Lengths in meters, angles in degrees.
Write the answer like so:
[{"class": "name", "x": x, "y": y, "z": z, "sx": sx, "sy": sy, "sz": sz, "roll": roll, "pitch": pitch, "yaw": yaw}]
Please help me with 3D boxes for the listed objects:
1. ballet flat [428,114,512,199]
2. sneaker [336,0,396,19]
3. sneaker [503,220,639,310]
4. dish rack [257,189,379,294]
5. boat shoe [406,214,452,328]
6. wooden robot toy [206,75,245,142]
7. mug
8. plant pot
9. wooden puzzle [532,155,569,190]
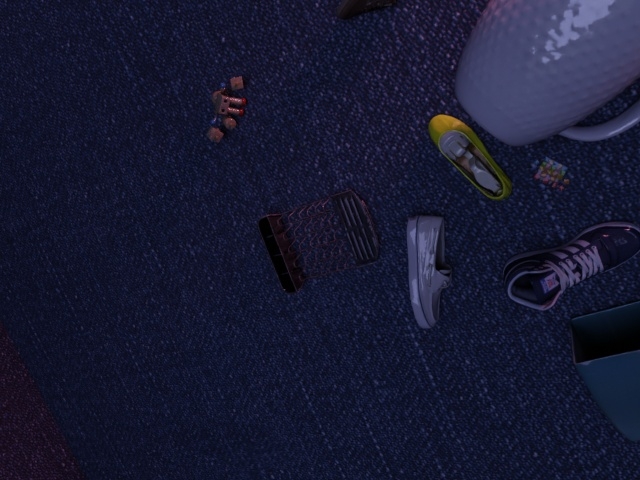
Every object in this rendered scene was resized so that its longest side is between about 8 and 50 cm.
[{"class": "ballet flat", "x": 0.311, "y": -0.172, "z": 1.184, "sx": 0.231, "sy": 0.077, "sz": 0.077, "roll": 48, "pitch": 119, "yaw": 3}, {"class": "sneaker", "x": 0.118, "y": -0.504, "z": 1.166, "sx": 0.188, "sy": 0.066, "sz": 0.071, "roll": -31, "pitch": 94, "yaw": 29}, {"class": "sneaker", "x": 0.501, "y": 0.055, "z": 1.132, "sx": 0.282, "sy": 0.153, "sz": 0.099, "roll": -22, "pitch": 98, "yaw": 28}, {"class": "dish rack", "x": 0.000, "y": 0.000, "z": 1.379, "sx": 0.271, "sy": 0.074, "sz": 0.208, "roll": -17, "pitch": 100, "yaw": 27}, {"class": "boat shoe", "x": 0.255, "y": 0.073, "z": 1.285, "sx": 0.088, "sy": 0.096, "sz": 0.268, "roll": -1, "pitch": 98, "yaw": 28}, {"class": "wooden robot toy", "x": -0.236, "y": -0.332, "z": 1.392, "sx": 0.079, "sy": 0.076, "sz": 0.173, "roll": 48, "pitch": 126, "yaw": 44}, {"class": "mug", "x": 0.443, "y": -0.315, "z": 0.997, "sx": 0.374, "sy": 0.276, "sz": 0.328, "roll": 27, "pitch": 126, "yaw": -21}, {"class": "plant pot", "x": 0.633, "y": 0.276, "z": 1.148, "sx": 0.165, "sy": 0.165, "sz": 0.234, "roll": -21, "pitch": 106, "yaw": 28}, {"class": "wooden puzzle", "x": 0.473, "y": -0.139, "z": 1.164, "sx": 0.083, "sy": 0.006, "sz": 0.049, "roll": 29, "pitch": 116, "yaw": 12}]
